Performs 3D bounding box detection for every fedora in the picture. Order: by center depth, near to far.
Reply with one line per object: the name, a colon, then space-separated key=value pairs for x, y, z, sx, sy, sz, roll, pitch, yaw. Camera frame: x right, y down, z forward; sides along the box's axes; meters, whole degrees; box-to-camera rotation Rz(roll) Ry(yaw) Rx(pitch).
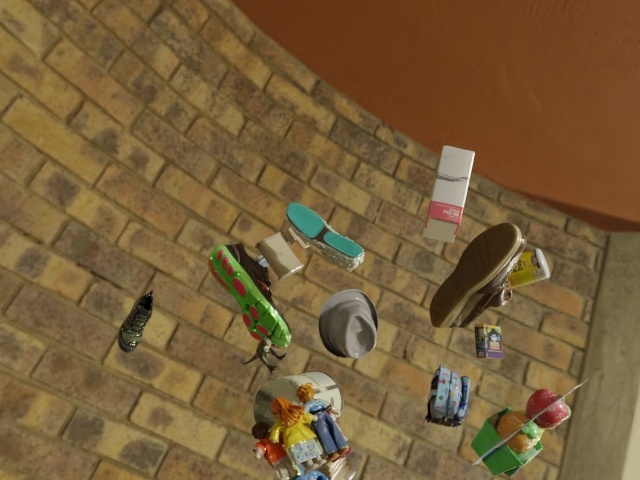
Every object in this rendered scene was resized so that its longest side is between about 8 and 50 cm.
fedora: x=0.124 y=0.334 z=1.995 sx=0.243 sy=0.276 sz=0.124 roll=-12 pitch=18 yaw=-17

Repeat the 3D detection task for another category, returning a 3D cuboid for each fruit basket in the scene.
fruit basket: x=0.632 y=0.544 z=1.568 sx=0.327 sy=0.353 sz=0.165 roll=9 pitch=43 yaw=-54

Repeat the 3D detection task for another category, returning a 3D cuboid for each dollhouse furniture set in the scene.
dollhouse furniture set: x=-0.209 y=0.122 z=2.553 sx=0.198 sy=0.286 sz=0.303 roll=54 pitch=-40 yaw=13

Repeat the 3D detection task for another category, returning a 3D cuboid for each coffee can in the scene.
coffee can: x=-0.065 y=0.537 z=1.738 sx=0.201 sy=0.202 sz=0.275 roll=14 pitch=-4 yaw=25

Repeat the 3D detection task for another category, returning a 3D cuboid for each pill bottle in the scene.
pill bottle: x=0.746 y=0.116 z=2.020 sx=0.215 sy=0.117 sz=0.117 roll=-22 pitch=-45 yaw=25

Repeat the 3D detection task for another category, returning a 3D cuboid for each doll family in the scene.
doll family: x=-0.022 y=0.381 z=1.097 sx=0.263 sy=0.118 sz=0.163 roll=-2 pitch=50 yaw=-50

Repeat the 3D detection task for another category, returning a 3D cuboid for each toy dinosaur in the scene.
toy dinosaur: x=-0.203 y=0.436 z=2.002 sx=0.118 sy=0.064 sz=0.268 roll=33 pitch=-42 yaw=-1

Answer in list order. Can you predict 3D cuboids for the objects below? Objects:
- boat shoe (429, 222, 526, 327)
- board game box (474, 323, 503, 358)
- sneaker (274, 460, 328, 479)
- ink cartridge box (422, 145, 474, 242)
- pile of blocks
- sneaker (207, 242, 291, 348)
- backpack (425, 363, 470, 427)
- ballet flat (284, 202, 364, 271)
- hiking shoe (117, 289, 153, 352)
boat shoe: x=0.385 y=0.098 z=1.240 sx=0.123 sy=0.123 sz=0.342 roll=15 pitch=-50 yaw=-13
board game box: x=0.726 y=0.436 z=2.285 sx=0.048 sy=0.141 sz=0.170 roll=-15 pitch=-20 yaw=40
sneaker: x=-0.043 y=0.632 z=1.343 sx=0.126 sy=0.091 sz=0.240 roll=11 pitch=-34 yaw=14
ink cartridge box: x=0.453 y=-0.161 z=1.884 sx=0.117 sy=0.283 sz=0.207 roll=13 pitch=-17 yaw=11
pile of blocks: x=0.005 y=0.591 z=1.551 sx=0.148 sy=0.112 sz=0.362 roll=2 pitch=-63 yaw=36
sneaker: x=-0.243 y=0.205 z=2.102 sx=0.185 sy=0.202 sz=0.483 roll=-32 pitch=-90 yaw=39
backpack: x=0.377 y=0.453 z=1.565 sx=0.116 sy=0.158 sz=0.173 roll=9 pitch=-34 yaw=16
ballet flat: x=0.000 y=0.000 z=2.282 sx=0.409 sy=0.147 sz=0.147 roll=36 pitch=-20 yaw=14
hiking shoe: x=-0.651 y=0.281 z=1.878 sx=0.086 sy=0.227 sz=0.114 roll=22 pitch=-39 yaw=-19
